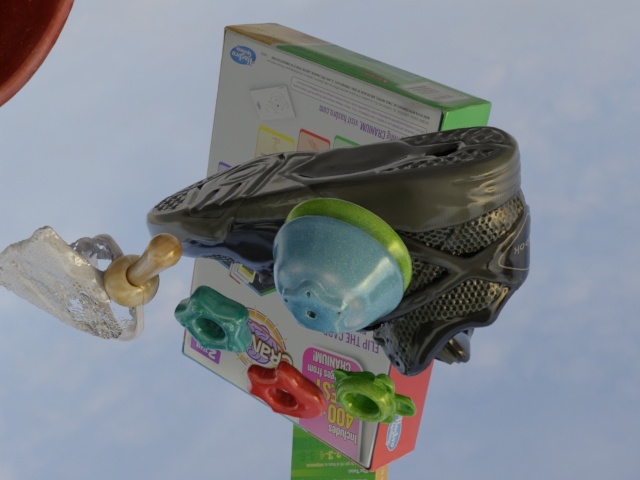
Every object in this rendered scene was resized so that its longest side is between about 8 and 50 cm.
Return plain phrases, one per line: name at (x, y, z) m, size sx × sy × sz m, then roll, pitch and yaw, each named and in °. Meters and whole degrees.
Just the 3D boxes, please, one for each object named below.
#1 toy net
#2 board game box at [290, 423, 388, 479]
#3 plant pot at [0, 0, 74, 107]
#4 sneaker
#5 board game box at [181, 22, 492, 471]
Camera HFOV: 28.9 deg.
toy net at (-0.060, 0.031, 0.641) m, size 0.232 × 0.122 × 0.045 m, roll 6°, pitch -133°, yaw 28°
board game box at (0.021, 0.259, 1.454) m, size 0.124 × 0.260 × 0.039 m, roll 9°, pitch -172°, yaw 36°
plant pot at (-0.312, -0.206, 0.672) m, size 0.265 × 0.272 × 0.272 m, roll 10°, pitch -132°, yaw 25°
sneaker at (0.010, 0.015, 0.687) m, size 0.227 × 0.130 × 0.087 m, roll -4°, pitch -157°, yaw 26°
board game box at (0.000, 0.000, 1.055) m, size 0.242 × 0.317 × 0.064 m, roll 27°, pitch -153°, yaw 35°
